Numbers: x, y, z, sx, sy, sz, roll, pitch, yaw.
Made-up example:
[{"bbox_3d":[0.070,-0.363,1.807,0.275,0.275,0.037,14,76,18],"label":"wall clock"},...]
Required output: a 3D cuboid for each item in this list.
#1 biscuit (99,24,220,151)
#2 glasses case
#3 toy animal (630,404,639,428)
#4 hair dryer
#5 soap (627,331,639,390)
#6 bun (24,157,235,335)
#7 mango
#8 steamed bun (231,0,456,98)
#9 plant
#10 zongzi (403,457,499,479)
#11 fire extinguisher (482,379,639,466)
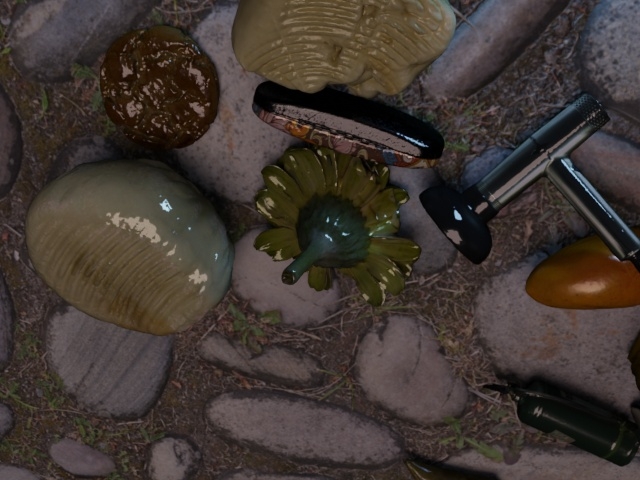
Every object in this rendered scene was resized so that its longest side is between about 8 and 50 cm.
[{"bbox_3d":[-0.278,-0.256,1.365,0.225,0.042,0.226,4,119,7],"label":"biscuit"},{"bbox_3d":[0.046,-0.190,1.299,0.320,0.122,0.082,17,115,0],"label":"glasses case"},{"bbox_3d":[0.692,0.354,1.471,0.179,0.166,0.138,-5,131,-2],"label":"toy animal"},{"bbox_3d":[0.354,-0.042,1.261,0.320,0.284,0.155,-33,151,19],"label":"hair dryer"},{"bbox_3d":[0.623,0.148,1.359,0.080,0.160,0.258,16,119,-1],"label":"soap"},{"bbox_3d":[-0.325,-0.003,1.406,0.364,0.219,0.365,10,134,10],"label":"bun"},{"bbox_3d":[0.469,0.055,1.350,0.252,0.154,0.126,-11,108,0],"label":"mango"},{"bbox_3d":[0.031,-0.347,1.183,0.276,0.203,0.289,37,129,-27],"label":"steamed bun"},{"bbox_3d":[0.022,-0.038,1.351,0.305,0.297,0.261,24,88,14],"label":"plant"},{"bbox_3d":[0.281,0.495,1.649,0.160,0.078,0.176,-26,102,14],"label":"zongzi"},{"bbox_3d":[0.458,0.330,1.521,0.294,0.093,0.118,25,160,-3],"label":"fire extinguisher"}]
